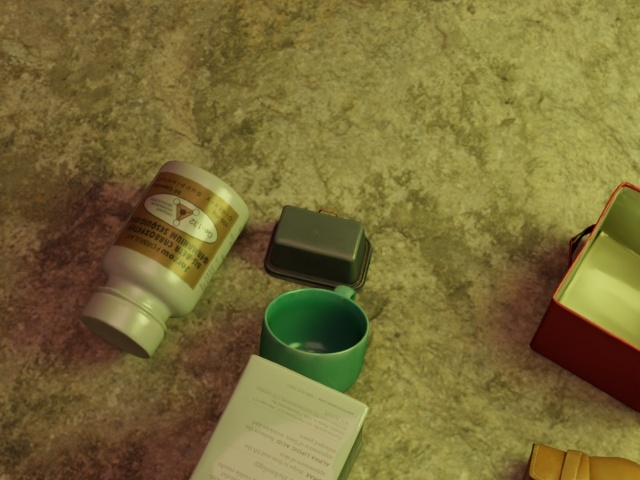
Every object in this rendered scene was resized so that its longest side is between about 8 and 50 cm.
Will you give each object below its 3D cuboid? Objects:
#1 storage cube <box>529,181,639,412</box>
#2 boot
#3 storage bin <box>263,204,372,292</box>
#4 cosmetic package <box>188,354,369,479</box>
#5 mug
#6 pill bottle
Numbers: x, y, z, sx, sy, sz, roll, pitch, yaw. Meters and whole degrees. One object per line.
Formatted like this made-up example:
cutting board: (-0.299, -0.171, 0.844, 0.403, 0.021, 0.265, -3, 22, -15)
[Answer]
storage cube: (0.388, 0.076, 1.661, 0.215, 0.193, 0.183, 30, 71, 11)
boot: (0.316, 0.380, 1.584, 0.220, 0.109, 0.283, 18, 67, 5)
storage bin: (0.000, 0.000, 1.741, 0.135, 0.091, 0.098, 14, 69, 4)
cosmetic package: (-0.092, 0.348, 1.539, 0.156, 0.217, 0.385, 22, 71, 8)
mug: (0.001, 0.132, 1.678, 0.158, 0.097, 0.129, -15, 41, -30)
pill bottle: (-0.198, 0.026, 1.706, 0.131, 0.131, 0.229, 27, 71, 9)
